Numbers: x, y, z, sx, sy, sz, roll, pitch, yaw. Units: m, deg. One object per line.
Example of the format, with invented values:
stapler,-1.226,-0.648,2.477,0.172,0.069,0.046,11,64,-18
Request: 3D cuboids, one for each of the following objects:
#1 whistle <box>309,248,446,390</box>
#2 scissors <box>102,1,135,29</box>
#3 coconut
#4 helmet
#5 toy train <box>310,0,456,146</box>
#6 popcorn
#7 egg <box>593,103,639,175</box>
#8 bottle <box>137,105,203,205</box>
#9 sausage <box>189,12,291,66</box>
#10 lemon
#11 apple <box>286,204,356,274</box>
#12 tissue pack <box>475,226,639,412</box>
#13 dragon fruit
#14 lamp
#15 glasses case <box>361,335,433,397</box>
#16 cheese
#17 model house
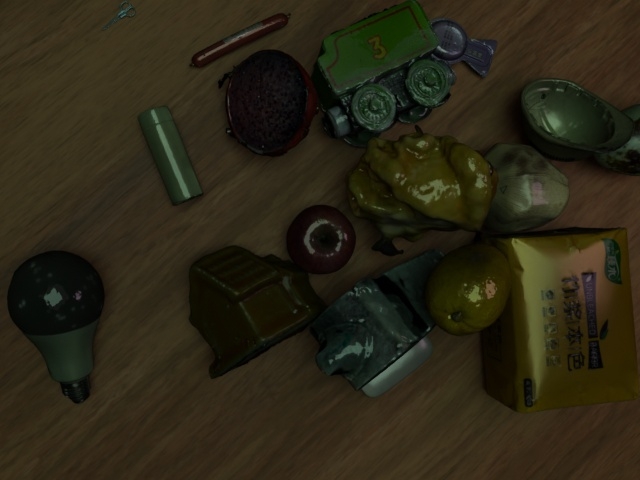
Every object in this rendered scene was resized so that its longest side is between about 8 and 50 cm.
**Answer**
whistle,0.153,0.154,1.407,0.404,0.188,0.168,-37,76,-12
scissors,-0.433,-0.475,1.403,0.083,0.006,0.036,-42,95,-7
coconut,0.430,-0.115,1.466,0.224,0.224,0.225,0,90,-10
helmet,0.561,-0.244,1.507,0.204,0.137,0.257,-34,61,-24
toy train,0.127,-0.356,1.429,0.307,0.173,0.249,-27,89,-9
popcorn,0.213,-0.117,1.388,0.315,0.297,0.281,-4,73,13
egg,0.744,-0.233,1.540,0.231,0.169,0.169,-13,93,-8
bottle,-0.317,-0.178,1.393,0.072,0.072,0.202,-22,94,-10
sausage,-0.174,-0.440,1.438,0.253,0.034,0.034,-28,95,-9
lemon,0.302,0.097,1.341,0.170,0.170,0.207,47,49,-7
apple,0.000,0.000,1.430,0.153,0.120,0.154,-1,92,-16
tissue pack,0.522,0.165,1.472,0.293,0.228,0.382,-5,90,-8
dragon fruit,-0.082,-0.286,1.403,0.223,0.148,0.219,-14,86,33
lamp,-0.526,0.167,1.336,0.181,0.182,0.314,-1,122,-10
glasses case,0.170,0.280,1.497,0.193,0.049,0.074,-36,93,-10
cheese,0.314,-0.451,1.524,0.190,0.042,0.105,20,88,-11
model house,-0.148,0.120,1.399,0.268,0.173,0.239,-26,81,-40
